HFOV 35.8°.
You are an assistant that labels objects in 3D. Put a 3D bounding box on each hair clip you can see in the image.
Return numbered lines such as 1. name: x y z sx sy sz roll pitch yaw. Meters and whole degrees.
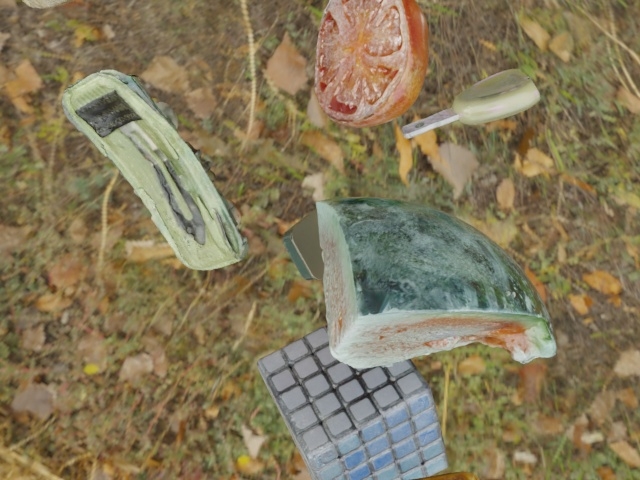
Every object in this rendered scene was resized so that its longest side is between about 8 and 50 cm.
1. hair clip: -0.210 -0.103 1.353 0.138 0.091 0.321 -16 117 38

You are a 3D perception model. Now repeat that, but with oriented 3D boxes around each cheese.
1. cheese: 0.204 -0.182 1.373 0.192 0.097 0.037 -22 120 0

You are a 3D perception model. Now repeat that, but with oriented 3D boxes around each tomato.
1. tomato: 0.088 -0.293 1.578 0.095 0.237 0.237 6 122 -44

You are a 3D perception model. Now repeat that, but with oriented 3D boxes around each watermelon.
1. watermelon: 0.094 0.076 1.072 0.319 0.289 0.214 34 110 10

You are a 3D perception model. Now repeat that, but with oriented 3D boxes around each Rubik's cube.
1. Rubik's cube: 0.057 0.295 1.709 0.237 0.238 0.237 -27 134 -7

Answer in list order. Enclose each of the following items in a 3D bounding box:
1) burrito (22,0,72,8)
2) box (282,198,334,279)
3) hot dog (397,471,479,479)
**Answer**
1. burrito: -0.345 -0.424 1.460 0.107 0.347 0.175 37 71 -25
2. box: 0.000 0.000 1.498 0.031 0.126 0.091 -18 106 45
3. hot dog: 0.136 0.335 1.253 0.055 0.072 0.188 45 140 -20
